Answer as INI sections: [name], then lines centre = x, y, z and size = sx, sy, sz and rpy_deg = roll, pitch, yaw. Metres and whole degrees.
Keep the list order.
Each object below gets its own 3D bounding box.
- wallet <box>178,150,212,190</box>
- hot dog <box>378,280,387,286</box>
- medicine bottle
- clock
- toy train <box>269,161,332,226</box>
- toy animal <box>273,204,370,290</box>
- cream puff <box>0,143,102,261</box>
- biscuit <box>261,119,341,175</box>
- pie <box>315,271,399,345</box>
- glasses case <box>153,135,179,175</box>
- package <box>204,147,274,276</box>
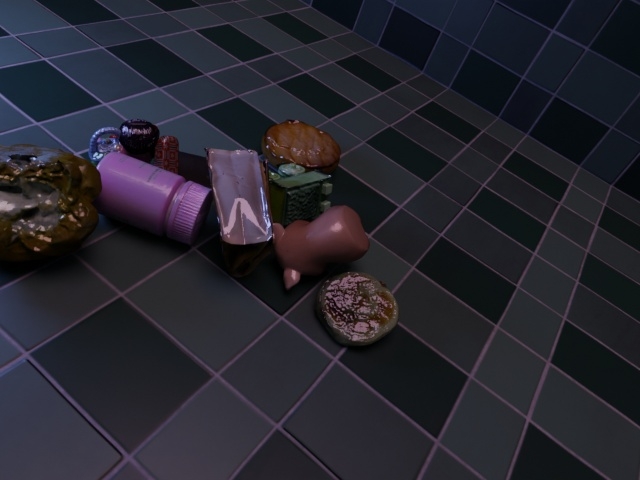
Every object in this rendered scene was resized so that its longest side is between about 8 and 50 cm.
[wallet]
centre = -0.358, -0.201, 1.633
size = 0.321, 0.044, 0.170
rpy_deg = 13, 45, -14
[hot dog]
centre = 0.152, 0.156, 1.502
size = 0.122, 0.037, 0.049
rpy_deg = -23, 45, -38
[medicine bottle]
centre = -0.460, -0.113, 1.389
size = 0.291, 0.178, 0.178
rpy_deg = 20, 41, -5
[clock]
centre = -0.573, -0.261, 1.480
size = 0.194, 0.195, 0.100
rpy_deg = -10, 54, -35
[toy train]
centre = -0.097, -0.144, 1.576
size = 0.188, 0.159, 0.272
rpy_deg = 24, 28, 31
[toy animal]
centre = -0.003, 0.002, 1.467
size = 0.195, 0.256, 0.213
rpy_deg = 66, 10, 7
[cream puff]
centre = -0.701, -0.092, 1.216
size = 0.324, 0.269, 0.274
rpy_deg = 2, 23, -20
[biscuit]
centre = -0.072, -0.328, 1.857
size = 0.297, 0.102, 0.296
rpy_deg = 11, 41, -10
[pie]
centre = 0.102, 0.188, 1.401
size = 0.241, 0.054, 0.240
rpy_deg = 6, 53, -8
[glasses case]
centre = -0.462, -0.214, 1.502
size = 0.049, 0.194, 0.073
rpy_deg = 6, 4, 29
[package]
centre = -0.203, -0.090, 1.392
size = 0.165, 0.221, 0.311
rpy_deg = -11, 60, -5
